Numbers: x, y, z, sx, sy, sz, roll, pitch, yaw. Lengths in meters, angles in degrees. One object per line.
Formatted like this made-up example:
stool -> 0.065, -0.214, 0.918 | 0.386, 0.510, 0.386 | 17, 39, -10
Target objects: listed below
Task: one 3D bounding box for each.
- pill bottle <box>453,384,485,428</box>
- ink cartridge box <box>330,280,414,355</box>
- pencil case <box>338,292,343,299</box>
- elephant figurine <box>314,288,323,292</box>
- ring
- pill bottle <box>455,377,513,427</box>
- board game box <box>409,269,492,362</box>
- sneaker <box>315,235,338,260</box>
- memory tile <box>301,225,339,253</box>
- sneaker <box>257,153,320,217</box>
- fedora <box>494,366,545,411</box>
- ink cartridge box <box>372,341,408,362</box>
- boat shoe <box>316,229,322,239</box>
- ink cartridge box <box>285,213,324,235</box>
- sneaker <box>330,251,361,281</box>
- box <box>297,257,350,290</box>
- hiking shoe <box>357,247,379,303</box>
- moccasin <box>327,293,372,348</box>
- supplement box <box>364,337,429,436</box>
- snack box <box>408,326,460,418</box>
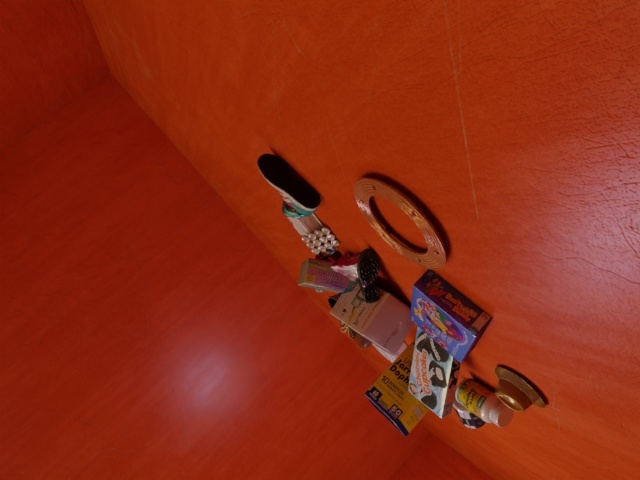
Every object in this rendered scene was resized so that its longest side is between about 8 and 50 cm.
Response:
pill bottle -> 0.659, 0.739, 2.039 | 0.130, 0.130, 0.245 | 33, 161, 46
ink cartridge box -> 0.218, 0.303, 1.909 | 0.197, 0.198, 0.270 | 38, 172, -29
pencil case -> 0.210, 0.349, 2.331 | 0.133, 0.119, 0.306 | -11, 124, 46
elephant figurine -> 0.027, 0.204, 2.439 | 0.239, 0.169, 0.186 | 36, -144, -75
ring -> 0.223, -0.050, 1.301 | 0.336, 0.032, 0.336 | 43, 167, 12
pill bottle -> 0.641, 0.636, 1.819 | 0.117, 0.117, 0.208 | 54, 166, -28
board game box -> 0.407, 0.254, 1.510 | 0.233, 0.078, 0.347 | 41, 166, 24
sneaker -> 0.021, 0.047, 2.109 | 0.084, 0.083, 0.215 | 46, 166, 12
memory tile -> 0.000, 0.000, 1.992 | 0.148, 0.012, 0.113 | -22, 122, 32
sneaker -> -0.130, -0.195, 1.802 | 0.295, 0.124, 0.178 | 44, 157, 8
fedora -> 0.634, 0.501, 1.524 | 0.194, 0.079, 0.194 | 44, 167, 13
ink cartridge box -> 0.372, 0.568, 2.501 | 0.237, 0.100, 0.172 | 32, 161, 51
boat shoe -> -0.019, -0.027, 2.100 | 0.049, 0.043, 0.137 | 62, 165, -5
ink cartridge box -> -0.069, -0.081, 2.044 | 0.115, 0.067, 0.198 | 50, 166, -16
sneaker -> 0.128, 0.119, 1.940 | 0.111, 0.103, 0.252 | 52, 167, -13
box -> 0.019, 0.168, 2.178 | 0.213, 0.117, 0.243 | 11, 171, -8
hiking shoe -> 0.170, 0.124, 1.770 | 0.114, 0.086, 0.227 | -121, 23, -62
moccasin -> 0.158, 0.432, 2.530 | 0.147, 0.139, 0.380 | 4, -140, -36
supplement box -> 0.401, 0.636, 2.041 | 0.194, 0.356, 0.195 | 35, 164, 40
snack box -> 0.439, 0.494, 1.791 | 0.187, 0.060, 0.322 | 30, 124, 50
